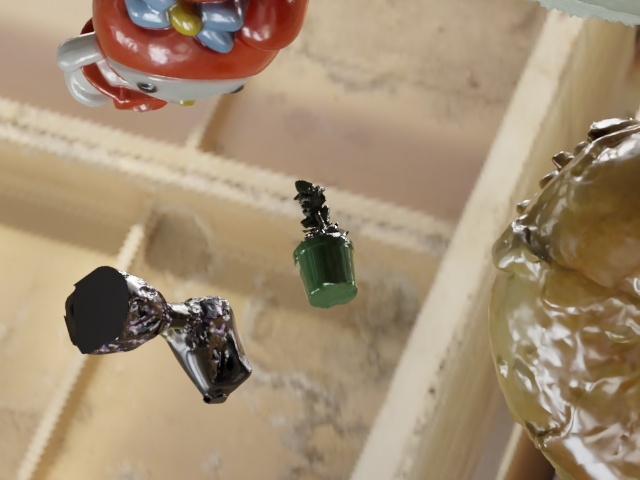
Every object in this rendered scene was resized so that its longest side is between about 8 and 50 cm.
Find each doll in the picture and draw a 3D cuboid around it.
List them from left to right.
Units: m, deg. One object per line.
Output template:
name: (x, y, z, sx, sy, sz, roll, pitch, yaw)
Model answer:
doll: (-0.098, -0.174, 1.407, 0.161, 0.290, 0.129, 1, -106, -34)

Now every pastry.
pastry: (0.254, 0.044, 1.192, 0.284, 0.316, 0.184, -47, -161, 18)

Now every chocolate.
chocolate: (-0.105, 0.061, 1.254, 0.070, 0.147, 0.072, 21, -94, 35)

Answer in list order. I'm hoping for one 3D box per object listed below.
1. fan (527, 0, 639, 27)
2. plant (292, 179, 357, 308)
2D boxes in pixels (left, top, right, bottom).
fan: (0.132, -0.099, 0.638, 0.233, 0.414, 0.012, -14, -149, 53)
plant: (0.000, 0.000, 1.446, 0.051, 0.051, 0.102, -11, -117, -1)
